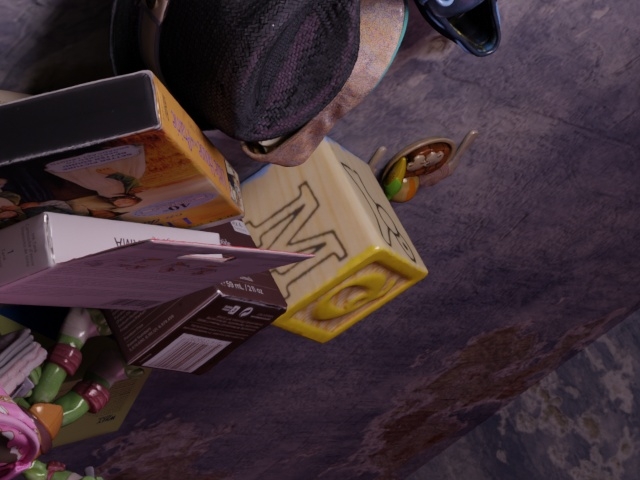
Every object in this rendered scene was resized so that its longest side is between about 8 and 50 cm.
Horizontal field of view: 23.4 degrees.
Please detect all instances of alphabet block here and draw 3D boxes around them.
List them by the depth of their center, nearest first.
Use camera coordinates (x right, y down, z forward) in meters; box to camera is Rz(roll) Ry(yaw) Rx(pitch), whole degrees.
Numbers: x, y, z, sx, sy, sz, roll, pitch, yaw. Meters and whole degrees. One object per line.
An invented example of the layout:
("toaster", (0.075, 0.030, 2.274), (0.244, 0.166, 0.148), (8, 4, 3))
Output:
("alphabet block", (0.000, 0.000, 2.121), (0.193, 0.197, 0.192), (-35, 155, 15))

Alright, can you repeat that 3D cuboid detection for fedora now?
("fedora", (-0.051, -0.221, 1.579), (0.334, 0.152, 0.334), (-23, 141, -21))

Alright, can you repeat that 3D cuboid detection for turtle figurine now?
("turtle figurine", (-0.312, 0.223, 1.928), (0.266, 0.198, 0.274), (-56, -168, -32))

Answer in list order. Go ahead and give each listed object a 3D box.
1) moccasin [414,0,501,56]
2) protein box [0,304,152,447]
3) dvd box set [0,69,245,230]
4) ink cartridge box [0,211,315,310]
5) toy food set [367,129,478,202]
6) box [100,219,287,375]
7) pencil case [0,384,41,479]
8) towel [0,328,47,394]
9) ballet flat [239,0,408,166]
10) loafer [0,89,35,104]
("moccasin", (0.158, -0.314, 1.743), (0.137, 0.117, 0.342), (-39, 158, 7))
("protein box", (-0.370, 0.186, 2.172), (0.199, 0.136, 0.201), (-12, 151, -33))
("dvd box set", (-0.264, -0.056, 1.583), (0.307, 0.062, 0.420), (-12, 168, 5))
("ink cartridge box", (-0.194, 0.013, 1.655), (0.261, 0.066, 0.296), (-18, 167, 30))
("toy food set", (0.147, -0.103, 2.271), (0.192, 0.038, 0.132), (-13, 152, -32))
("box", (-0.184, 0.043, 2.000), (0.167, 0.203, 0.168), (-38, 155, 20))
("pencil case", (-0.427, 0.101, 1.637), (0.160, 0.386, 0.167), (-12, 138, -25))
("towel", (-0.527, 0.201, 1.785), (0.317, 0.053, 0.332), (-6, -157, 26))
("ballet flat", (-0.007, -0.190, 1.852), (0.106, 0.108, 0.316), (-1, 144, -33))
("loafer", (-0.295, -0.107, 1.713), (0.268, 0.092, 0.102), (-3, 147, -44))
